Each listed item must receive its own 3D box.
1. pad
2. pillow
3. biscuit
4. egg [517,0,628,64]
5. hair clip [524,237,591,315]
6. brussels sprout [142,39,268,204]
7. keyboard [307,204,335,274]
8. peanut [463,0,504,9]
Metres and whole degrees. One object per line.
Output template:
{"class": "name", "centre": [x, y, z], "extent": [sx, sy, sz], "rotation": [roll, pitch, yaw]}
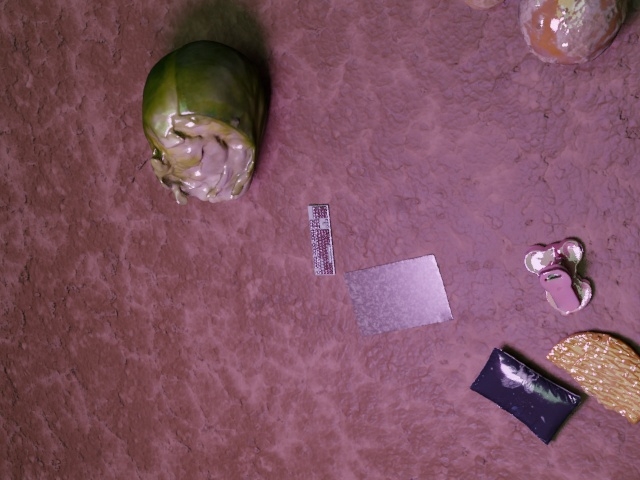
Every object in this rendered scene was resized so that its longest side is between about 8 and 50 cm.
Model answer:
{"class": "pad", "centre": [0.174, 0.127, 2.056], "extent": [0.235, 0.003, 0.158], "rotation": [-14, 95, 29]}
{"class": "pillow", "centre": [0.435, 0.329, 1.940], "extent": [0.208, 0.055, 0.141], "rotation": [35, 121, 16]}
{"class": "biscuit", "centre": [0.588, 0.264, 1.861], "extent": [0.224, 0.033, 0.144], "rotation": [35, 113, 16]}
{"class": "egg", "centre": [0.467, -0.443, 1.670], "extent": [0.203, 0.203, 0.245], "rotation": [17, 112, 23]}
{"class": "hair clip", "centre": [0.497, 0.074, 1.867], "extent": [0.123, 0.102, 0.138], "rotation": [-21, 124, 31]}
{"class": "brussels sprout", "centre": [-0.256, -0.269, 2.027], "extent": [0.276, 0.315, 0.371], "rotation": [-4, 138, 3]}
{"class": "keyboard", "centre": [0.000, 0.000, 2.107], "extent": [0.055, 0.017, 0.166], "rotation": [-1, 101, 27]}
{"class": "peanut", "centre": [0.372, -0.576, 1.735], "extent": [0.136, 0.120, 0.298], "rotation": [33, 119, -5]}
